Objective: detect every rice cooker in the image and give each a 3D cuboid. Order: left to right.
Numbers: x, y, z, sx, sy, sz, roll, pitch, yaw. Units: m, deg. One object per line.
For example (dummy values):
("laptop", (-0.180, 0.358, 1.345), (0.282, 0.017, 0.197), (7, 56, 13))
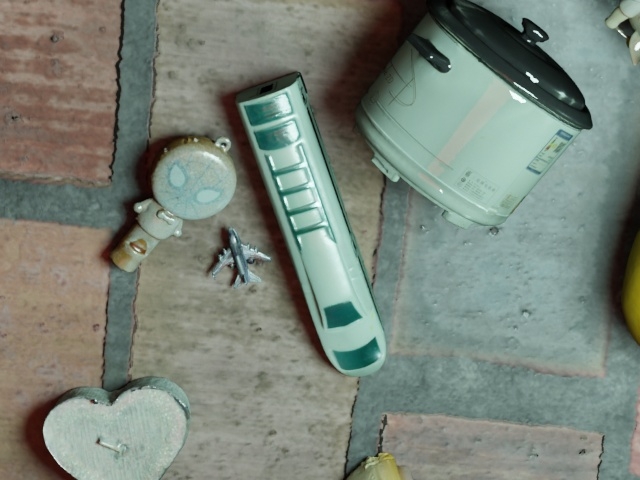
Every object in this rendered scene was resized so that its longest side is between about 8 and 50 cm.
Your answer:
("rice cooker", (0.181, -0.158, 1.707), (0.280, 0.241, 0.227), (21, 114, -44))

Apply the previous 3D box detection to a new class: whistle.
("whistle", (-0.183, -0.048, 1.828), (0.107, 0.057, 0.220), (33, 108, -24))

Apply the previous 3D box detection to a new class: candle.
("candle", (-0.256, 0.264, 1.908), (0.192, 0.068, 0.168), (-7, 103, 3))

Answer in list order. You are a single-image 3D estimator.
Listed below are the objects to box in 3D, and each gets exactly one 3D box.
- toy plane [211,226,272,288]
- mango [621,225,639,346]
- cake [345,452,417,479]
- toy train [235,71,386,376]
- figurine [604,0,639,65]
("toy plane", (-0.103, 0.020, 1.858), (0.079, 0.031, 0.083), (-15, 106, 3))
("mango", (0.510, -0.029, 1.731), (0.232, 0.300, 0.445), (42, 122, 16))
("cake", (0.116, 0.375, 1.961), (0.225, 0.090, 0.109), (38, 101, -30))
("toy train", (0.000, 0.000, 1.825), (0.086, 0.088, 0.407), (-18, 107, 4))
("figurine", (0.418, -0.278, 1.723), (0.161, 0.158, 0.275), (-38, 110, 21))
